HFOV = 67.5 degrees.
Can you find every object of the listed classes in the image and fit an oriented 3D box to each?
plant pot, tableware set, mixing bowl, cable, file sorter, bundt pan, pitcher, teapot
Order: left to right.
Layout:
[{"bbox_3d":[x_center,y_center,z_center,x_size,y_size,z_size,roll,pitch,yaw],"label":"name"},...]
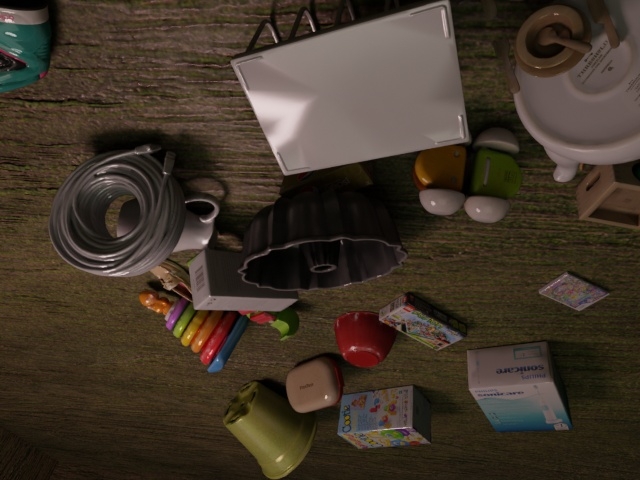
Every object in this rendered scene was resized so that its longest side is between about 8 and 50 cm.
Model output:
[{"bbox_3d":[-0.397,-0.054,0.947,0.257,0.256,0.089,-3,169,6],"label":"cable"},{"bbox_3d":[-0.326,-0.045,1.043,0.207,0.125,0.177,8,133,-12],"label":"pitcher"},{"bbox_3d":[-0.193,0.644,1.694,0.276,0.276,0.254,-30,112,37],"label":"plant pot"},{"bbox_3d":[0.000,0.000,0.952,0.331,0.124,0.330,-6,159,-2],"label":"bundt pan"},{"bbox_3d":[0.055,-0.243,0.691,0.278,0.173,0.192,-7,134,19],"label":"file sorter"},{"bbox_3d":[0.119,0.286,1.322,0.182,0.098,0.181,7,138,6],"label":"mixing bowl"},{"bbox_3d":[0.264,-0.296,0.588,0.128,0.194,0.039,-21,169,34],"label":"tableware set"},{"bbox_3d":[0.402,-0.222,0.633,0.187,0.252,0.256,-7,179,-42],"label":"teapot"}]

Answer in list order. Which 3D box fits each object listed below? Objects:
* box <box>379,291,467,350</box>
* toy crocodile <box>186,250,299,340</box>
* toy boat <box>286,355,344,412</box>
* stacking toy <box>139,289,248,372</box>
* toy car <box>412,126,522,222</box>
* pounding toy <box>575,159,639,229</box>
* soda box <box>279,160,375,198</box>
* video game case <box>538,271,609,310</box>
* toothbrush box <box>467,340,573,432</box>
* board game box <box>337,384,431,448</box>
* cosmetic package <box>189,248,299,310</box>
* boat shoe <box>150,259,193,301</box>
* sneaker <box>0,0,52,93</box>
[{"bbox_3d":[0.269,0.216,1.256,0.207,0.036,0.114,29,135,-19],"label":"box"},{"bbox_3d":[-0.190,0.139,1.222,0.115,0.105,0.340,-26,126,34],"label":"toy crocodile"},{"bbox_3d":[0.000,0.461,1.535,0.231,0.150,0.151,-30,153,37],"label":"toy boat"},{"bbox_3d":[-0.370,0.222,1.340,0.302,0.165,0.175,31,148,-5],"label":"stacking toy"},{"bbox_3d":[0.249,-0.112,0.836,0.182,0.159,0.136,9,173,2],"label":"toy car"},{"bbox_3d":[0.536,-0.102,0.815,0.130,0.100,0.141,10,149,2],"label":"pounding toy"},{"bbox_3d":[0.012,-0.118,0.926,0.181,0.058,0.061,-19,131,29],"label":"soda box"},{"bbox_3d":[0.580,0.118,1.097,0.122,0.011,0.087,23,137,-13],"label":"video game case"},{"bbox_3d":[0.563,0.422,1.352,0.217,0.126,0.295,-15,133,28],"label":"toothbrush box"},{"bbox_3d":[0.217,0.600,1.615,0.276,0.144,0.142,-18,131,30],"label":"board game box"},{"bbox_3d":[-0.173,0.096,1.097,0.231,0.117,0.085,10,146,-39],"label":"cosmetic package"},{"bbox_3d":[-0.385,0.106,1.262,0.170,0.059,0.063,35,134,-24],"label":"boat shoe"},{"bbox_3d":[-0.586,-0.324,0.791,0.296,0.123,0.178,10,129,-1],"label":"sneaker"}]
